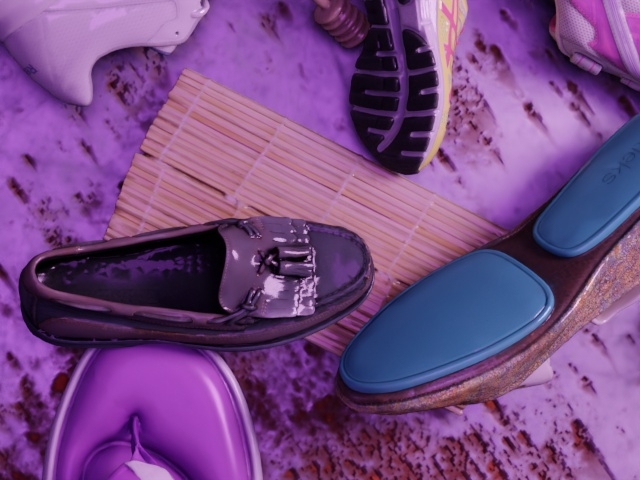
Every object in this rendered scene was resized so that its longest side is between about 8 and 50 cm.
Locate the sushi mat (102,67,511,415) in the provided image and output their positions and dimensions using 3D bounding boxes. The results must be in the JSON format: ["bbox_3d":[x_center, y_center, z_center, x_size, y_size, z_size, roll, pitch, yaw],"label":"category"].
[{"bbox_3d":[0.000,0.000,1.345,0.316,0.019,0.151,27,83,-3],"label":"sushi mat"}]

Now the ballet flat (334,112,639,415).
[{"bbox_3d":[0.170,0.040,1.304,0.348,0.123,0.123,-39,90,-11],"label":"ballet flat"}]

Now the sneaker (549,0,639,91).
[{"bbox_3d":[0.242,-0.171,1.347,0.111,0.103,0.252,-29,105,32],"label":"sneaker"}]

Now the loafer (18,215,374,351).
[{"bbox_3d":[-0.088,0.030,1.273,0.267,0.084,0.096,-7,71,-6],"label":"loafer"}]

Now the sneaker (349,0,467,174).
[{"bbox_3d":[0.080,-0.155,1.336,0.081,0.094,0.208,10,104,34],"label":"sneaker"}]

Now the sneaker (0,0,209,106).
[{"bbox_3d":[-0.121,-0.221,1.323,0.297,0.111,0.129,-38,105,-3],"label":"sneaker"}]

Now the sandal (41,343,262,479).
[{"bbox_3d":[-0.131,0.265,1.270,0.169,0.102,0.416,7,83,-7],"label":"sandal"}]

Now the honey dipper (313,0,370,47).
[{"bbox_3d":[-0.023,-0.203,1.312,0.161,0.030,0.030,38,82,-35],"label":"honey dipper"}]
